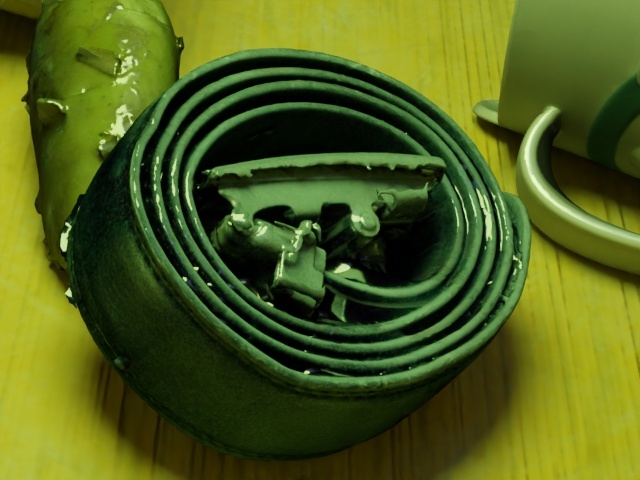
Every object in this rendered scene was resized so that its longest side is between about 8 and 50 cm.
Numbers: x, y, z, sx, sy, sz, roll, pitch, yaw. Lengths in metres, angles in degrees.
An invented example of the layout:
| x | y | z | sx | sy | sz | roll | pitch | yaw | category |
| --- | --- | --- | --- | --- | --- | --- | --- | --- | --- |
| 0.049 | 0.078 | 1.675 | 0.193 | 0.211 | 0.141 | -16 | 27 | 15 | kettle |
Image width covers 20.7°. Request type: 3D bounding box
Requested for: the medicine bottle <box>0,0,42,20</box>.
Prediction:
| x | y | z | sx | sy | sz | roll | pitch | yaw | category |
| --- | --- | --- | --- | --- | --- | --- | --- | --- | --- |
| -0.275 | -0.281 | 1.115 | 0.340 | 0.208 | 0.208 | 17 | 34 | -20 | medicine bottle |

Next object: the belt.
| x | y | z | sx | sy | sz | roll | pitch | yaw | category |
| --- | --- | --- | --- | --- | --- | --- | --- | --- | --- |
| 0.000 | 0.000 | 0.925 | 0.268 | 0.116 | 0.206 | -16 | 70 | -41 | belt |

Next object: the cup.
| x | y | z | sx | sy | sz | roll | pitch | yaw | category |
| --- | --- | --- | --- | --- | --- | --- | --- | --- | --- |
| 0.238 | -0.111 | 1.125 | 0.258 | 0.219 | 0.289 | 22 | 68 | 13 | cup |

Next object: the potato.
| x | y | z | sx | sy | sz | roll | pitch | yaw | category |
| --- | --- | --- | --- | --- | --- | --- | --- | --- | --- |
| -0.129 | -0.073 | 1.030 | 0.090 | 0.117 | 0.225 | 8 | 47 | -18 | potato |
